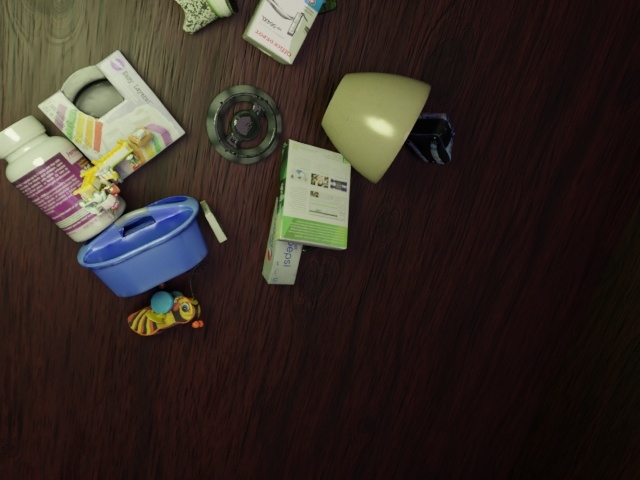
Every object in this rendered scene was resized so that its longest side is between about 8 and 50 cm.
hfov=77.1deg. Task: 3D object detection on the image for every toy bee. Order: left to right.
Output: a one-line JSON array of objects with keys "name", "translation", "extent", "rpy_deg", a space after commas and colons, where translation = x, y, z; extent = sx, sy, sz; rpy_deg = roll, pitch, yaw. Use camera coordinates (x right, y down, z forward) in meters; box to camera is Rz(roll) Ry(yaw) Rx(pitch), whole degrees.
[{"name": "toy bee", "translation": [-0.449, 0.222, 1.245], "extent": [0.298, 0.162, 0.195], "rpy_deg": [-42, 165, 25]}]

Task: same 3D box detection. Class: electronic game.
[{"name": "electronic game", "translation": [-0.226, -0.345, 1.204], "extent": [0.230, 0.048, 0.229], "rpy_deg": [-8, 112, -21]}]

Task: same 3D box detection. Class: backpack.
[{"name": "backpack", "translation": [0.394, -0.349, 1.409], "extent": [0.173, 0.158, 0.116], "rpy_deg": [39, 73, -43]}]

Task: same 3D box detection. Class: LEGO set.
[{"name": "LEGO set", "translation": [-0.505, -0.158, 1.011], "extent": [0.132, 0.286, 0.107], "rpy_deg": [-11, 135, 21]}]

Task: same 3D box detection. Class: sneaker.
[{"name": "sneaker", "translation": [-0.390, -0.686, 0.958], "extent": [0.182, 0.158, 0.410], "rpy_deg": [-34, 116, 13]}]

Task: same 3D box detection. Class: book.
[{"name": "book", "translation": [-0.329, -0.060, 1.217], "extent": [0.035, 0.144, 0.096], "rpy_deg": [-29, 119, -11]}]

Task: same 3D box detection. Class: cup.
[{"name": "cup", "translation": [0.144, -0.372, 1.227], "extent": [0.237, 0.331, 0.330], "rpy_deg": [27, 99, -3]}]

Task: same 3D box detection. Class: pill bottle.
[{"name": "pill bottle", "translation": [-0.665, -0.155, 1.023], "extent": [0.169, 0.169, 0.301], "rpy_deg": [-37, 120, -6]}]

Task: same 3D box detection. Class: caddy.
[{"name": "caddy", "translation": [-0.485, -0.005, 1.118], "extent": [0.342, 0.241, 0.179], "rpy_deg": [-27, 127, -12]}]

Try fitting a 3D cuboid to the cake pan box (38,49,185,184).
[{"name": "cake pan box", "translation": [-0.544, -0.326, 1.068], "extent": [0.246, 0.070, 0.266], "rpy_deg": [-39, 120, -7]}]

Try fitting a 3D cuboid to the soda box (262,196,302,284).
[{"name": "soda box", "translation": [-0.119, 0.004, 1.362], "extent": [0.098, 0.091, 0.286], "rpy_deg": [4, 108, -26]}]

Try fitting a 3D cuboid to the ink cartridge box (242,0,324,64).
[{"name": "ink cartridge box", "translation": [-0.104, -0.621, 1.121], "extent": [0.148, 0.086, 0.203], "rpy_deg": [23, 102, -28]}]

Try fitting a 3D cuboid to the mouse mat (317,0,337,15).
[{"name": "mouse mat", "translation": [-0.040, -0.746, 1.150], "extent": [0.153, 0.007, 0.189], "rpy_deg": [-25, 117, -12]}]

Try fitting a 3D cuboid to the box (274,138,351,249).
[{"name": "box", "translation": [-0.019, -0.141, 1.287], "extent": [0.233, 0.058, 0.321], "rpy_deg": [10, 76, -26]}]

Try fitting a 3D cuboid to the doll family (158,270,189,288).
[{"name": "doll family", "translation": [-0.466, 0.073, 1.258], "extent": [0.193, 0.076, 0.111], "rpy_deg": [-24, 122, -7]}]

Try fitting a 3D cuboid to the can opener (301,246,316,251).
[{"name": "can opener", "translation": [0.000, 0.000, 1.394], "extent": [0.186, 0.073, 0.059], "rpy_deg": [-13, 121, -52]}]
